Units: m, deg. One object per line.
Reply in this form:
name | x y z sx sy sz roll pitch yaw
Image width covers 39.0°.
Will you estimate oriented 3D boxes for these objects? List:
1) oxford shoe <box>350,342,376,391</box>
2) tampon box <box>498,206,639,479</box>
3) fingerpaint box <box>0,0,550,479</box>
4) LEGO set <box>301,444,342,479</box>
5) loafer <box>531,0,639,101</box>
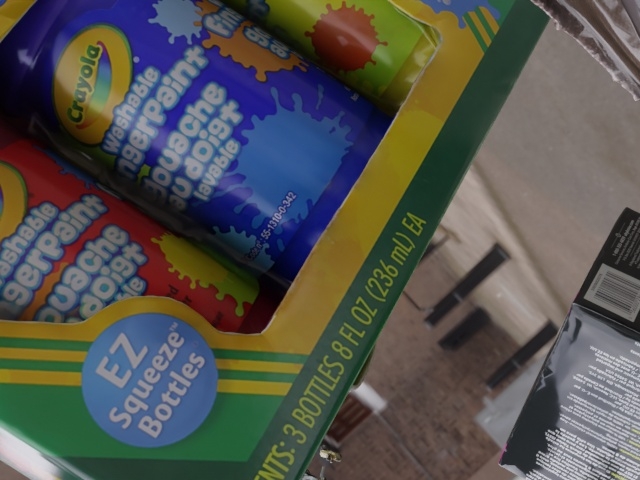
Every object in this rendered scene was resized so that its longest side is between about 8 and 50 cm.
oxford shoe | 0.000 0.000 0.871 0.169 0.130 0.449 41 -143 -23
tampon box | 0.203 0.086 0.595 0.101 0.120 0.161 27 133 17
fingerpaint box | -0.103 -0.088 0.562 0.371 0.445 0.163 34 154 -3
LEGO set | -0.014 0.221 0.853 0.054 0.083 0.023 17 -137 1
loafer | 0.115 -0.175 0.395 0.366 0.134 0.130 38 176 -31
